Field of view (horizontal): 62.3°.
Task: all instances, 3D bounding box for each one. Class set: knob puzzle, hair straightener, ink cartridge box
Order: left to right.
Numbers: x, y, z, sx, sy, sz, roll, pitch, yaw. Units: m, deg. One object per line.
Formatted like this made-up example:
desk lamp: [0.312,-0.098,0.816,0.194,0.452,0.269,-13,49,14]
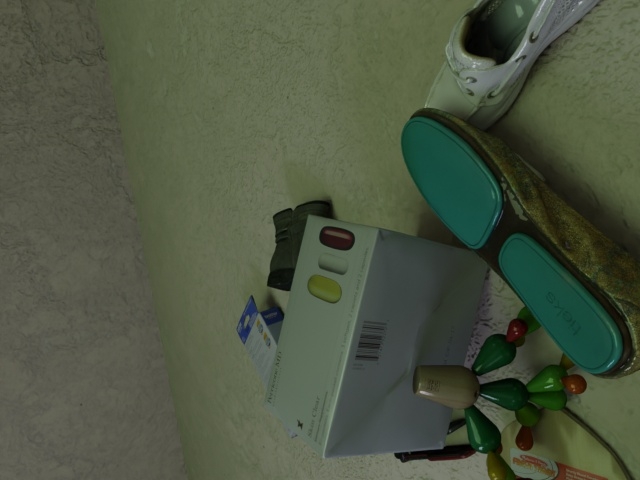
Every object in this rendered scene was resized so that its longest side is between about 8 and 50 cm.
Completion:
ink cartridge box: [-0.099,0.294,1.268,0.311,0.065,0.186,56,145,23]
hair straightener: [0.167,0.318,0.876,0.089,0.047,0.230,66,153,13]
knob puzzle: [0.298,0.297,0.653,0.213,0.030,0.213,8,101,47]

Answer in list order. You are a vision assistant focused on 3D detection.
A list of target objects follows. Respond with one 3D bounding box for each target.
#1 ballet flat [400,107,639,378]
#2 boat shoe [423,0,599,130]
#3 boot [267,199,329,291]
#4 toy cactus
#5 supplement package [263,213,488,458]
ballet flat: [0.217,-0.018,0.558,0.349,0.123,0.123,57,146,32]
boat shoe: [0.173,-0.202,0.555,0.098,0.096,0.277,61,147,20]
boot: [0.000,0.000,0.934,0.246,0.083,0.161,-8,71,36]
toy cactus: [0.199,0.182,0.607,0.112,0.180,0.219,-94,14,-80]
supplement package: [0.071,0.118,0.684,0.145,0.204,0.262,14,91,55]
